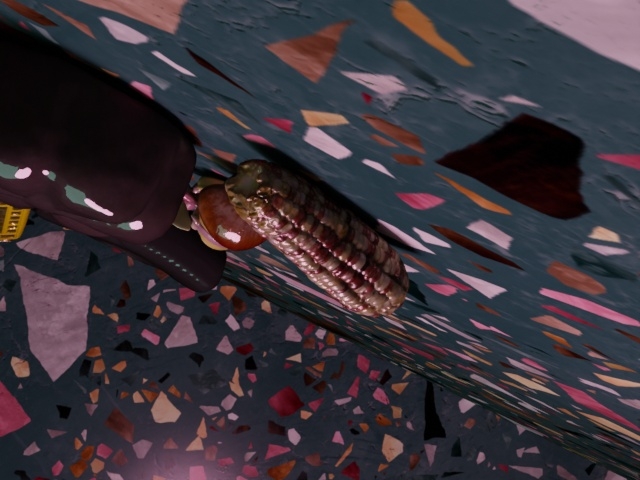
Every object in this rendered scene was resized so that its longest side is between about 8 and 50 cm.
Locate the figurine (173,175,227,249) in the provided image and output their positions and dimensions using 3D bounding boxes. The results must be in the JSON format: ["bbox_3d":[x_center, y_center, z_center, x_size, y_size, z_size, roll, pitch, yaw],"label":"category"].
[{"bbox_3d":[-0.147,-0.055,1.062,0.187,0.083,0.083,36,177,22],"label":"figurine"}]

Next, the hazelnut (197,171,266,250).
[{"bbox_3d":[-0.083,-0.032,0.954,0.086,0.086,0.086,26,172,4],"label":"hazelnut"}]

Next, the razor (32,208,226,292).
[{"bbox_3d":[-0.315,-0.031,1.533,0.349,0.114,0.204,29,173,-30],"label":"razor"}]

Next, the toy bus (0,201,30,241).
[{"bbox_3d":[-0.460,-0.098,1.287,0.152,0.144,0.330,6,163,-21],"label":"toy bus"}]

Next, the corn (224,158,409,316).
[{"bbox_3d":[0.000,0.000,0.856,0.079,0.080,0.237,18,168,44],"label":"corn"}]

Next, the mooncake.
[{"bbox_3d":[-0.241,-0.090,0.885,0.244,0.133,0.245,19,169,4],"label":"mooncake"}]
